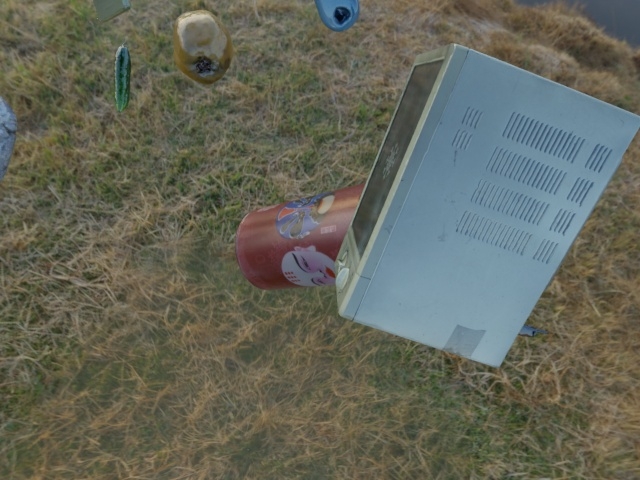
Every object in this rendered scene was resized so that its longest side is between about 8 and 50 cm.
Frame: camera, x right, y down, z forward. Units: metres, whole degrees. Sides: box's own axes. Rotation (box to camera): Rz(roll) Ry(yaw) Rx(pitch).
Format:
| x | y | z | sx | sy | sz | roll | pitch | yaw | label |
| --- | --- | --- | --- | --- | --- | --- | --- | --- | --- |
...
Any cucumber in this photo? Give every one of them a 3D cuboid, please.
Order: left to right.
| x | y | z | sx | sy | sz | roll | pitch | yaw | label |
| --- | --- | --- | --- | --- | --- | --- | --- | --- | --- |
| -0.455 | -0.373 | 0.975 | 0.039 | 0.039 | 0.167 | 1 | 89 | -9 | cucumber |

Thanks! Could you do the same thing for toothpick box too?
| x | y | z | sx | sy | sz | roll | pitch | yaw | label |
| --- | --- | --- | --- | --- | --- | --- | --- | --- | --- |
| 0.000 | 0.000 | 0.931 | 0.204 | 0.333 | 0.204 | 17 | 68 | -50 | toothpick box |

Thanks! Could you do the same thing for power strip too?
| x | y | z | sx | sy | sz | roll | pitch | yaw | label |
| --- | --- | --- | --- | --- | --- | --- | --- | --- | --- |
| -0.660 | -0.744 | 1.341 | 0.169 | 0.076 | 0.028 | 2 | 26 | 35 | power strip |

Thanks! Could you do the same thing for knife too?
| x | y | z | sx | sy | sz | roll | pitch | yaw | label |
| --- | --- | --- | --- | --- | --- | --- | --- | --- | --- |
| -0.044 | -0.340 | 0.481 | 0.244 | 0.058 | 0.032 | 40 | 36 | -27 | knife |

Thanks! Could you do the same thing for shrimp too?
| x | y | z | sx | sy | sz | roll | pitch | yaw | label |
| --- | --- | --- | --- | --- | --- | --- | --- | --- | --- |
| -0.732 | -0.147 | 0.874 | 0.145 | 0.116 | 0.342 | 13 | 95 | -44 | shrimp |

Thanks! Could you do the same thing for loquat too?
| x | y | z | sx | sy | sz | roll | pitch | yaw | label |
| --- | --- | --- | --- | --- | --- | --- | --- | --- | --- |
| -0.346 | -0.563 | 1.252 | 0.176 | 0.187 | 0.234 | -17 | 54 | -11 | loquat |

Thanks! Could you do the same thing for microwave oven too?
| x | y | z | sx | sy | sz | roll | pitch | yaw | label |
| --- | --- | --- | --- | --- | --- | --- | --- | --- | --- |
| 0.138 | -0.031 | 0.413 | 0.194 | 0.240 | 0.145 | 18 | 18 | -8 | microwave oven |
